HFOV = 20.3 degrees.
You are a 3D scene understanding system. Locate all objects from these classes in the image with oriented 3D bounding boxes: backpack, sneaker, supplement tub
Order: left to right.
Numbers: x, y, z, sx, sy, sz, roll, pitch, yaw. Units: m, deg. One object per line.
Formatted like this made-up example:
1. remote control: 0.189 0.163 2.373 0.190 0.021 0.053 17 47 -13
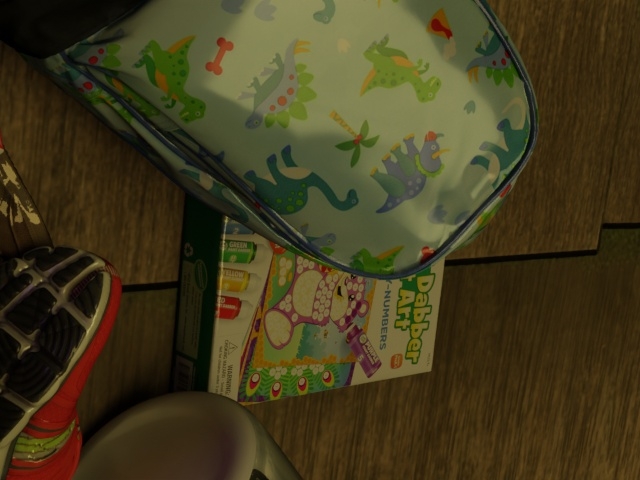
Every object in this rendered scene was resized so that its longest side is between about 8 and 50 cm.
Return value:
1. sneaker: -0.243 -0.040 1.226 0.071 0.066 0.188 -27 121 -9
2. sneaker: -0.210 0.121 1.264 0.118 0.107 0.279 6 121 -52
3. supplement tub: -0.062 0.281 1.391 0.193 0.193 0.316 -47 130 -19
4. backpack: -0.015 -0.130 1.225 0.290 0.273 0.355 -46 129 -9

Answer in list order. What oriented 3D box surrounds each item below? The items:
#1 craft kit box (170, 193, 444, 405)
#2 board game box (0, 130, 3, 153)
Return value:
1. craft kit box: 0.000 0.000 1.450 0.246 0.061 0.250 -8 110 -42
2. board game box: -0.278 -0.198 0.997 0.193 0.053 0.305 21 51 -53
